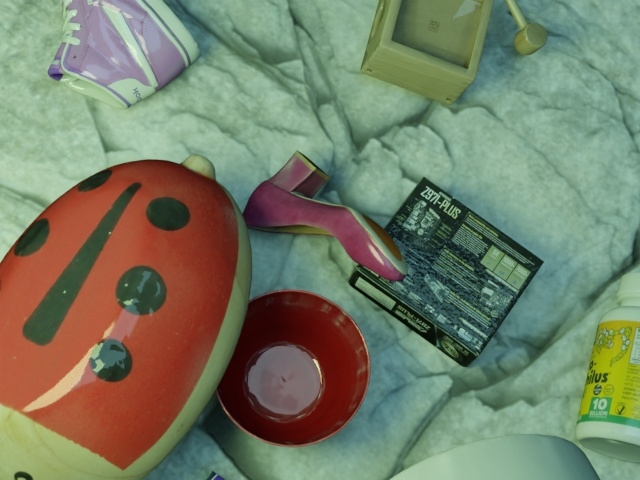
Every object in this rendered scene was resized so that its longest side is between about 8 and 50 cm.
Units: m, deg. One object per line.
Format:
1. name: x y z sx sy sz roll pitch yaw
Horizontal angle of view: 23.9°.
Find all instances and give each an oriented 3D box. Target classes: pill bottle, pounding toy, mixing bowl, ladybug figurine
1. pill bottle: 0.378 0.149 1.787 0.118 0.117 0.208 16 73 -2
2. pounding toy: 0.175 -0.267 1.903 0.206 0.094 0.181 19 67 -11
3. mixing bowl: -0.039 0.155 1.747 0.181 0.098 0.181 2 74 -7
4. ladybug figurine: -0.252 0.087 1.668 0.305 0.162 0.449 21 75 25

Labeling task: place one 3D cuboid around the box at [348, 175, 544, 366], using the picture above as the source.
1. box: 0.149 0.038 1.813 0.180 0.077 0.147 35 73 4

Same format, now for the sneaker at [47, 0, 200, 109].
1. sneaker: -0.297 -0.285 1.845 0.161 0.102 0.282 -40 82 -12

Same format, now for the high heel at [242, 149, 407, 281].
1. high heel: 0.000 0.000 1.762 0.117 0.082 0.244 -49 56 7

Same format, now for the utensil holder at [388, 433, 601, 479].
1. utensil holder: 0.214 0.436 1.524 0.328 0.327 0.385 -13 51 -10

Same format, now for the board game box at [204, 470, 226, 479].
1. board game box: -0.123 0.357 1.652 0.136 0.035 0.201 32 44 15
